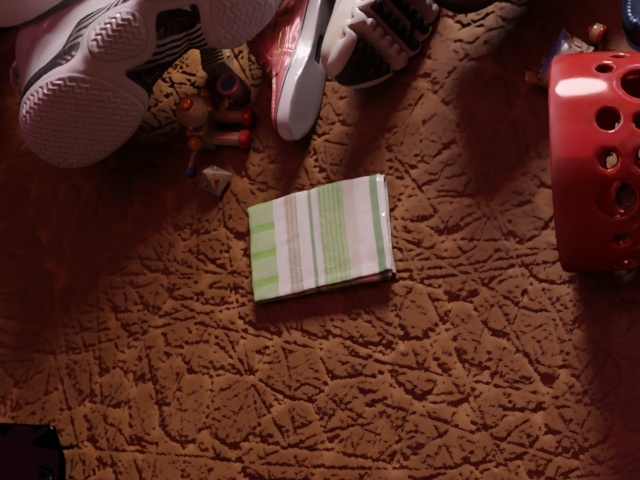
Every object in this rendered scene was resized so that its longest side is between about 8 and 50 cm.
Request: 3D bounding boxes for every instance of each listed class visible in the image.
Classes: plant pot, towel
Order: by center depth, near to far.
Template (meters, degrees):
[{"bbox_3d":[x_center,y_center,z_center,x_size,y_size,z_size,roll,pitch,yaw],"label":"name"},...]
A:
[{"bbox_3d":[0.287,-0.067,1.034,0.174,0.191,0.191,0,71,14],"label":"plant pot"},{"bbox_3d":[0.000,0.000,1.222,0.152,0.023,0.113,-13,65,20],"label":"towel"}]

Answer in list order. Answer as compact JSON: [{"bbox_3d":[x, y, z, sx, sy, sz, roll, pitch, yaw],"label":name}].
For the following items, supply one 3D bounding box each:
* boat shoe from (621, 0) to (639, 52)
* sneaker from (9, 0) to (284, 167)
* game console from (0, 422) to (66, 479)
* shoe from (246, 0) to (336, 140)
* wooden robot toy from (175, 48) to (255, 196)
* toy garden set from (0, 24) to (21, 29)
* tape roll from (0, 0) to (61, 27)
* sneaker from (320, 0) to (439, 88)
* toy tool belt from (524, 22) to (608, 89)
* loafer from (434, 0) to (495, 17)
[{"bbox_3d":[0.328,-0.277,1.100,0.109,0.089,0.258,9,54,23],"label":"boat shoe"},{"bbox_3d":[-0.191,-0.252,1.290,0.366,0.137,0.210,-43,39,2],"label":"sneaker"},{"bbox_3d":[-0.435,0.289,1.238,0.362,0.044,0.213,1,74,8],"label":"game console"},{"bbox_3d":[-0.040,-0.186,1.283,0.081,0.063,0.178,3,67,25],"label":"shoe"},{"bbox_3d":[-0.117,-0.138,1.286,0.076,0.079,0.173,-1,72,23],"label":"wooden robot toy"},{"bbox_3d":[-0.329,-0.339,1.465,0.244,0.049,0.203,-16,66,17],"label":"toy garden set"},{"bbox_3d":[-0.301,-0.371,1.323,0.286,0.100,0.286,-27,40,25],"label":"tape roll"},{"bbox_3d":[0.067,-0.286,1.257,0.118,0.110,0.292,15,71,36],"label":"sneaker"},{"bbox_3d":[0.235,-0.180,1.169,0.051,0.052,0.083,28,83,20],"label":"toy tool belt"},{"bbox_3d":[0.230,-0.348,1.187,0.366,0.130,0.133,-35,88,-10],"label":"loafer"}]
